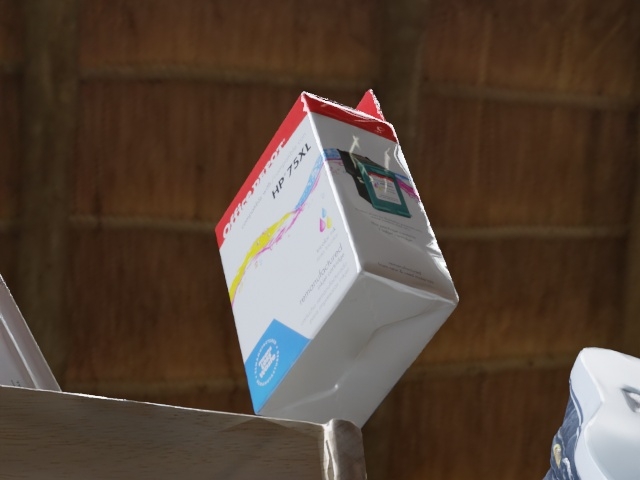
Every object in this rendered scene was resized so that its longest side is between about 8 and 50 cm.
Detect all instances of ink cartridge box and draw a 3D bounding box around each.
[{"bbox_3d":[0.000,0.000,1.026,0.078,0.134,0.231,18,-147,-27],"label":"ink cartridge box"}]

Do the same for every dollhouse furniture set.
[{"bbox_3d":[-0.113,0.283,0.709,0.256,0.362,0.394,9,-125,-23],"label":"dollhouse furniture set"}]

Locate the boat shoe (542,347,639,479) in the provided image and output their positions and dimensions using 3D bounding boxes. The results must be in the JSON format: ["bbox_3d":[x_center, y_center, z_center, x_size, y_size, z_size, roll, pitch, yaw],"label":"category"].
[{"bbox_3d":[0.137,0.117,0.701,0.065,0.083,0.183,14,-165,3],"label":"boat shoe"}]

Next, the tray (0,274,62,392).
[{"bbox_3d":[-0.242,0.126,1.197,0.270,0.030,0.145,62,-153,3],"label":"tray"}]
